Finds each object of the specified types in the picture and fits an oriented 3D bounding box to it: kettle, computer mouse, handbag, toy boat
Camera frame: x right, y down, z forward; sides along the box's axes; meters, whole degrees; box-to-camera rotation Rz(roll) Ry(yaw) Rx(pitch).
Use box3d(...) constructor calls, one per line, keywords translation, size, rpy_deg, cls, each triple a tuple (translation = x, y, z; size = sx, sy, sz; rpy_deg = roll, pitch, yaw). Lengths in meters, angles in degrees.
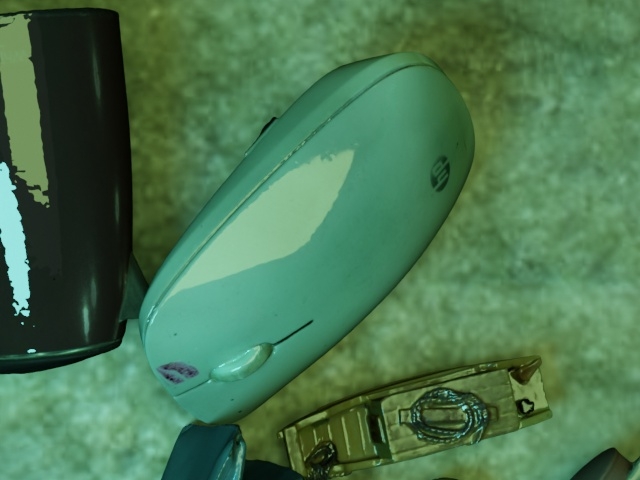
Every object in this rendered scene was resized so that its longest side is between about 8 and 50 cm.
box3d(translation=(-0.214, -0.027, 1.146), size=(0.202, 0.144, 0.232), rpy_deg=(-6, 92, -4), cls="kettle")
box3d(translation=(0.005, 0.002, 1.173), size=(0.097, 0.159, 0.288), rpy_deg=(26, 70, 37), cls="computer mouse")
box3d(translation=(-0.081, 0.191, 1.112), size=(0.057, 0.221, 0.144), rpy_deg=(33, 79, -8), cls="handbag")
box3d(translation=(0.068, 0.125, 1.218), size=(0.200, 0.077, 0.057), rpy_deg=(-13, 89, -12), cls="toy boat")

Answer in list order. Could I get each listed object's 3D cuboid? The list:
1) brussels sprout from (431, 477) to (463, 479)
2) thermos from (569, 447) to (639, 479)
box3d(translation=(0.073, 0.195, 1.222), size=(0.083, 0.051, 0.046), rpy_deg=(-13, 46, -36), cls="brussels sprout")
box3d(translation=(0.266, 0.268, 1.224), size=(0.265, 0.146, 0.176), rpy_deg=(37, 106, 2), cls="thermos")
